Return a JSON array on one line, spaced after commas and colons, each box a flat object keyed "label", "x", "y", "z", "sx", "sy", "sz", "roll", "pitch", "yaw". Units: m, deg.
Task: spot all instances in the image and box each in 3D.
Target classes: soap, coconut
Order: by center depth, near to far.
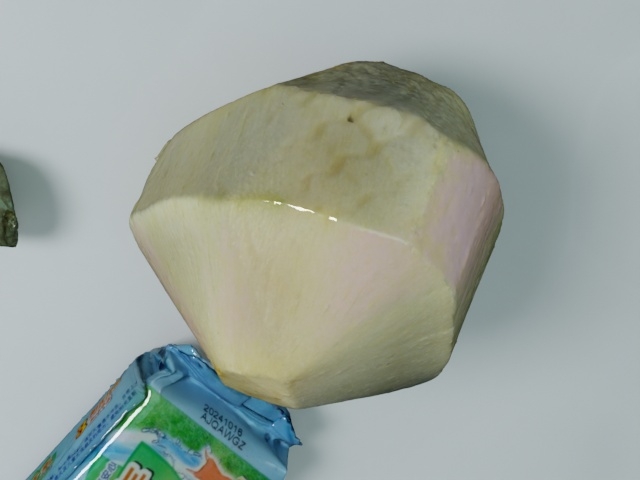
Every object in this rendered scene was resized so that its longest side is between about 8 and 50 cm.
[{"label": "coconut", "x": 0.000, "y": 0.000, "z": 0.771, "sx": 0.259, "sy": 0.259, "sz": 0.259, "roll": -5, "pitch": 108, "yaw": -16}, {"label": "soap", "x": -0.158, "y": 0.216, "z": 0.891, "sx": 0.156, "sy": 0.077, "sz": 0.293, "roll": 42, "pitch": 91, "yaw": -24}]

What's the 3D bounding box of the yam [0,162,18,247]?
[{"label": "yam", "x": -0.283, "y": -0.035, "z": 0.775, "sx": 0.146, "sy": 0.070, "sz": 0.070, "roll": 10, "pitch": 104, "yaw": -21}]
